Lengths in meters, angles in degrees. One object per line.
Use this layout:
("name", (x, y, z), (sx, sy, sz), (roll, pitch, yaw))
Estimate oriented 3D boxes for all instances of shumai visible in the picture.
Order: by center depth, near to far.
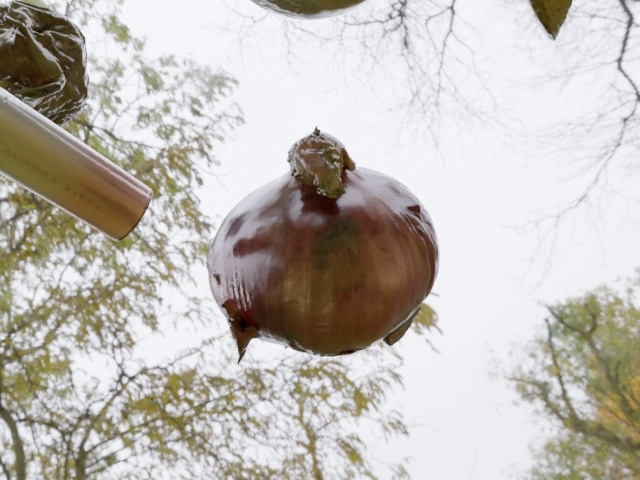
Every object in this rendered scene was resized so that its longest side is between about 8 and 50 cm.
("shumai", (-0.582, -0.284, 1.200), (0.267, 0.262, 0.314), (29, -75, -31))

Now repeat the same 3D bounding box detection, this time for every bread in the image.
("bread", (0.231, -0.303, 0.660), (0.065, 0.187, 0.149), (-22, -3, 28))

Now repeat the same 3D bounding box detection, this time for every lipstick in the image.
("lipstick", (-0.362, -0.117, 0.759), (0.087, 0.087, 0.327), (-46, -57, 11))

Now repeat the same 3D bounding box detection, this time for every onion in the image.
("onion", (-0.001, 0.034, 0.934), (0.354, 0.353, 0.353), (-20, -42, -20))

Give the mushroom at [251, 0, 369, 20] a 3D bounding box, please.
("mushroom", (-0.019, -0.578, 1.109), (0.363, 0.294, 0.362), (-10, -42, -9))
